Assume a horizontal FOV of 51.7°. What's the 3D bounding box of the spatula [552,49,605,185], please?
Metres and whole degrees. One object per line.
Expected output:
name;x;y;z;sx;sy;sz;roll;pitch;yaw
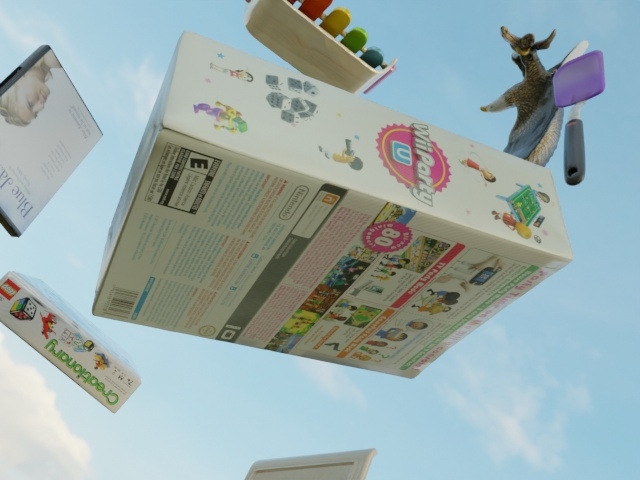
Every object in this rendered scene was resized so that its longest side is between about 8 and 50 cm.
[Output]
spatula;0.386;-0.186;0.998;0.084;0.296;0.030;-17;-54;38

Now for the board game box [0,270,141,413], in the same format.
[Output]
board game box;-0.330;0.125;0.871;0.193;0.053;0.305;43;-16;-10

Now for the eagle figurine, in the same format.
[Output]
eagle figurine;0.451;-0.282;1.421;0.225;0.226;0.299;157;-74;-65

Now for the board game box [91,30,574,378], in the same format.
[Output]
board game box;0.000;0.000;0.523;0.303;0.098;0.224;17;-40;-20

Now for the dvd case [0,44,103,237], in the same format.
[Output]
dvd case;-0.444;-0.156;1.014;0.022;0.253;0.180;3;-43;23

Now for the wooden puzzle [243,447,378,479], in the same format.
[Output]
wooden puzzle;-0.046;0.377;0.879;0.220;0.239;0.044;-18;-70;34

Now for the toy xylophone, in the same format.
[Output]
toy xylophone;-0.024;-0.374;1.284;0.322;0.081;0.236;38;-38;-26
